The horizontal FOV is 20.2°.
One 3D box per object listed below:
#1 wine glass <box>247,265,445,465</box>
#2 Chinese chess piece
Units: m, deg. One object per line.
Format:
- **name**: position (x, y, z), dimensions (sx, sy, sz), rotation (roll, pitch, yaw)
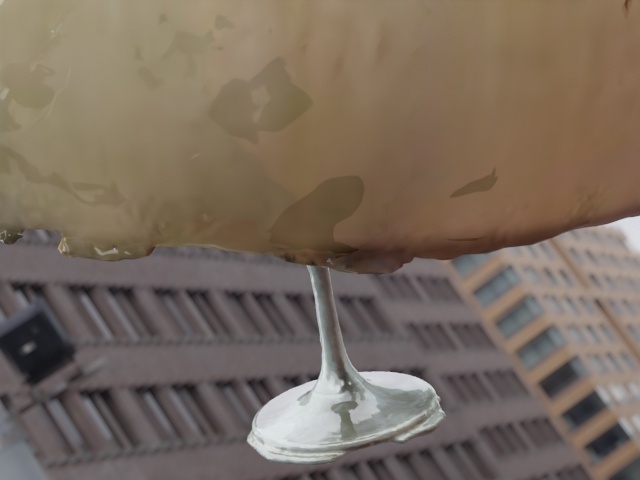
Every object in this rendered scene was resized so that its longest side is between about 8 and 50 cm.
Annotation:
- **wine glass**: position (0.000, 0.000, 0.802), dimensions (0.122, 0.183, 0.122), rotation (-11, 17, 3)
- **Chinese chess piece**: position (-0.014, -0.072, 0.480), dimensions (0.257, 0.257, 0.104), rotation (-18, -66, -47)
